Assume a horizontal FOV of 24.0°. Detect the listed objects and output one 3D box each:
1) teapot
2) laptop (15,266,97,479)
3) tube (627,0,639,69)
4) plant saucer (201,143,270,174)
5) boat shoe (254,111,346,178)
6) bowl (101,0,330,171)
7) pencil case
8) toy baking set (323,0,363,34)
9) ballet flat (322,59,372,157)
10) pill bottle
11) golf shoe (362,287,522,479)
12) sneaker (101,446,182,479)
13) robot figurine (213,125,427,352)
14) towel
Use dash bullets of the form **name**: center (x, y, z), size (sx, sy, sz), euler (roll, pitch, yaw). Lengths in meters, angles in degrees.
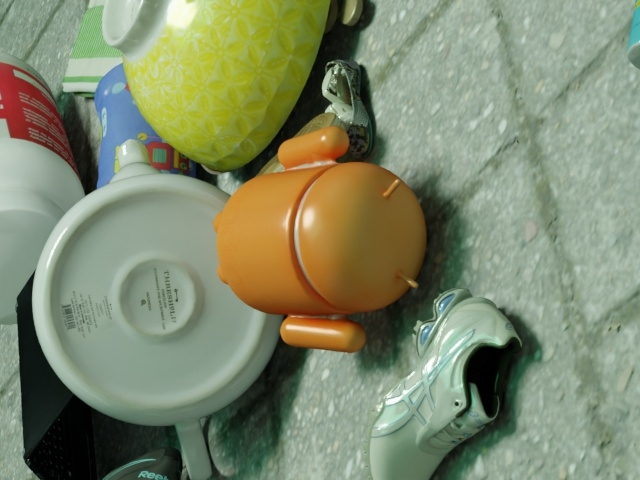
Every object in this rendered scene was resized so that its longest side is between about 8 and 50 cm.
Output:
- **teapot**: center (-0.151, 0.063, 1.445), size (0.256, 0.252, 0.187), euler (-58, 0, -6)
- **laptop**: center (-0.257, 0.148, 1.650), size (0.137, 0.264, 0.234), euler (-22, 46, 9)
- **tube**: center (0.251, -0.214, 1.027), size (0.080, 0.052, 0.207), euler (-10, 61, 48)
- **plant saucer**: center (-0.072, -0.161, 1.589), size (0.198, 0.036, 0.198), euler (-38, 43, 47)
- **boat shoe**: center (-0.012, -0.065, 1.406), size (0.063, 0.059, 0.170), euler (-56, 10, -30)
- **bowl**: center (-0.127, -0.229, 1.522), size (0.289, 0.156, 0.289), euler (-38, 44, 48)
- **pencil case**: center (-0.195, -0.055, 1.665), size (0.133, 0.119, 0.306), euler (-50, 35, 46)
- **toy baking set**: center (0.044, -0.314, 1.473), size (0.256, 0.030, 0.196), euler (-56, 35, 30)
- **ballet flat**: center (0.020, -0.124, 1.398), size (0.041, 0.041, 0.114), euler (-47, 38, 40)
- **pill bottle**: center (-0.436, -0.072, 1.997), size (0.229, 0.229, 0.407), euler (-61, 30, 22)
- **golf shoe**: center (0.090, 0.126, 1.112), size (0.086, 0.069, 0.176), euler (37, 109, 54)
- **sneaker**: center (-0.210, 0.306, 1.557), size (0.267, 0.101, 0.106), euler (-45, 17, 43)
- **robot figurine**: center (0.001, 0.002, 1.262), size (0.219, 0.128, 0.158), euler (-5, 52, 51)
- **towel**: center (-0.248, -0.348, 2.012), size (0.248, 0.038, 0.325), euler (10, 83, 61)
